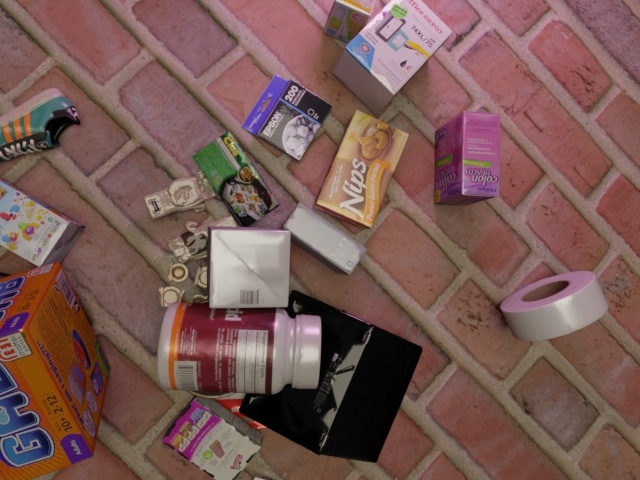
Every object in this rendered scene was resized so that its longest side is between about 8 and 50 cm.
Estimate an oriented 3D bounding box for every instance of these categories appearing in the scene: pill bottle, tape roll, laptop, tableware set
[{"bbox_3d":[-0.199,0.279,1.313,0.392,0.224,0.224,4,86,-4],"label":"pill bottle"},{"bbox_3d":[0.693,0.193,1.515,0.286,0.286,0.100,-26,90,-9],"label":"tape roll"},{"bbox_3d":[0.044,0.410,1.507,0.408,0.236,0.382,22,83,14],"label":"laptop"},{"bbox_3d":[-0.386,0.138,1.485,0.169,0.020,0.141,12,85,-8],"label":"tableware set"}]

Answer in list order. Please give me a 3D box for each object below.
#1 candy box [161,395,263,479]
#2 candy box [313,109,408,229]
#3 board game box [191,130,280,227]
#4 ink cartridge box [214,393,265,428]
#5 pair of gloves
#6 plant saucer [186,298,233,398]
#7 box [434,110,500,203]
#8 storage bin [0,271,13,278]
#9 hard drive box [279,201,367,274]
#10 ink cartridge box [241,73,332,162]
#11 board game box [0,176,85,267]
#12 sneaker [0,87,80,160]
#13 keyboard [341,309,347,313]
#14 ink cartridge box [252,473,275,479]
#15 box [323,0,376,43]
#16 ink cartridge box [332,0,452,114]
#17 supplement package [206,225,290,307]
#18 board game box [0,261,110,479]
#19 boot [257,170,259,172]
[{"bbox_3d":[-0.302,0.560,1.433,0.233,0.071,0.159,38,95,-4],"label":"candy box"},{"bbox_3d":[0.123,-0.213,1.548,0.183,0.087,0.316,23,84,-7],"label":"candy box"},{"bbox_3d":[-0.246,-0.175,1.484,0.136,0.030,0.259,-31,100,11],"label":"board game box"},{"bbox_3d":[-0.221,0.441,1.477,0.181,0.056,0.224,1,85,-8],"label":"ink cartridge box"},{"bbox_3d":[-0.374,-0.065,1.486,0.204,0.042,0.240,-31,97,-13],"label":"pair of gloves"},{"bbox_3d":[-0.296,0.303,1.434,0.278,0.041,0.278,1,76,-4],"label":"plant saucer"},{"bbox_3d":[0.438,-0.239,1.535,0.117,0.213,0.243,1,87,-9],"label":"box"},{"bbox_3d":[-0.867,0.155,1.378,0.180,0.084,0.122,15,84,-8],"label":"storage bin"},{"bbox_3d":[0.000,0.000,1.471,0.232,0.181,0.089,34,82,-6],"label":"hard drive box"},{"bbox_3d":[-0.101,-0.379,1.547,0.208,0.045,0.206,31,83,-5],"label":"ink cartridge box"},{"bbox_3d":[-0.816,-0.056,1.368,0.275,0.142,0.144,32,83,-6],"label":"board game box"},{"bbox_3d":[-0.811,-0.289,1.400,0.302,0.108,0.121,-41,89,-10],"label":"sneaker"},{"bbox_3d":[0.022,0.297,1.537,0.180,0.023,0.108,-27,91,-8],"label":"keyboard"},{"bbox_3d":[-0.161,0.720,1.480,0.083,0.028,0.048,19,84,-7],"label":"ink cartridge box"},{"bbox_3d":[0.091,-0.688,1.513,0.114,0.203,0.103,20,84,-7],"label":"box"},{"bbox_3d":[0.210,-0.564,1.527,0.198,0.197,0.270,43,81,-5],"label":"ink cartridge box"},{"bbox_3d":[-0.204,0.064,1.376,0.199,0.263,0.198,1,93,-15],"label":"supplement package"},{"bbox_3d":[-0.755,0.321,1.192,0.356,0.356,0.356,-18,114,-10],"label":"board game box"},{"bbox_3d":[-0.233,-0.151,1.519,0.114,0.037,0.106,-10,89,-6],"label":"boot"}]
